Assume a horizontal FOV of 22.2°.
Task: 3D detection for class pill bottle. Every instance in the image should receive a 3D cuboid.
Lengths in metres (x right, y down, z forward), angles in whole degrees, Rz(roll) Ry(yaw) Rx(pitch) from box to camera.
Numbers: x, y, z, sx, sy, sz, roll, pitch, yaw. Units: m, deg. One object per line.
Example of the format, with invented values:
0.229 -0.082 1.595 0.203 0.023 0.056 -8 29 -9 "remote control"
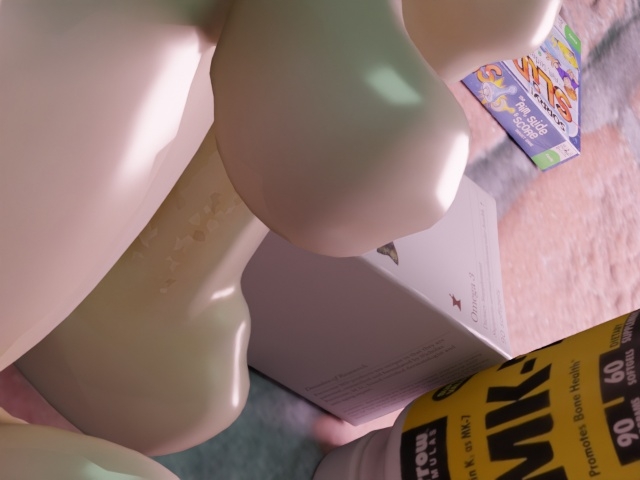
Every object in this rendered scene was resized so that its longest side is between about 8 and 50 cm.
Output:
0.106 0.114 0.779 0.119 0.208 0.119 37 40 -39 "pill bottle"

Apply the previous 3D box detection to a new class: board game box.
0.120 -0.162 1.177 0.201 0.035 0.136 44 36 -30 "board game box"

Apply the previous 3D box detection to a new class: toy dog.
-0.133 -0.087 0.446 0.395 0.284 0.408 49 16 4 "toy dog"

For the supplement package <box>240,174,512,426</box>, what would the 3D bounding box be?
0.000 0.000 0.804 0.179 0.105 0.105 34 42 -40 "supplement package"
